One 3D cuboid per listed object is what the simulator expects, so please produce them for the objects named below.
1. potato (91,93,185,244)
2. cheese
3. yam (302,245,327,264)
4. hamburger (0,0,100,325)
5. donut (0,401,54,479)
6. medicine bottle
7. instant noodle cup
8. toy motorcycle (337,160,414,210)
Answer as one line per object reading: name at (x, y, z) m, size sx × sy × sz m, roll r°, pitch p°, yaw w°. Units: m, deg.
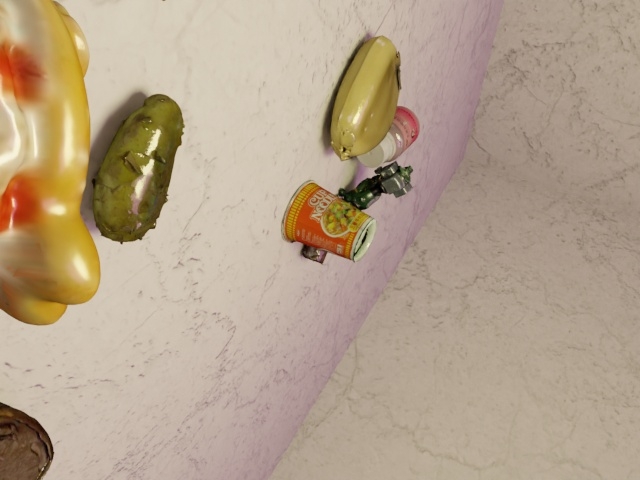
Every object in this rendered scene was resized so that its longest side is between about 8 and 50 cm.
potato at (-0.260, -0.102, 0.690) m, size 0.117 × 0.090 × 0.225 m, roll -19°, pitch 130°, yaw -83°
cheese at (0.116, -0.357, 1.288) m, size 0.315 × 0.128 × 0.259 m, roll -67°, pitch 153°, yaw -12°
yam at (-0.001, 0.000, 1.472) m, size 0.141 × 0.079 × 0.079 m, roll -67°, pitch 160°, yaw 4°
hamburger at (-0.285, -0.077, 0.359) m, size 0.261 × 0.302 × 0.186 m, roll -38°, pitch 166°, yaw 24°
donut at (-0.501, 0.315, 0.529) m, size 0.345 × 0.136 × 0.259 m, roll -52°, pitch 154°, yaw -33°
medicine bottle at (0.211, -0.326, 1.519) m, size 0.247 × 0.147 × 0.147 m, roll -46°, pitch 153°, yaw -43°
instant noodle cup at (0.032, -0.038, 1.310) m, size 0.193 × 0.212 × 0.193 m, roll -51°, pitch 156°, yaw -33°
toy motorcycle at (0.166, -0.157, 1.522) m, size 0.275 × 0.124 × 0.187 m, roll -24°, pitch -161°, yaw 43°
